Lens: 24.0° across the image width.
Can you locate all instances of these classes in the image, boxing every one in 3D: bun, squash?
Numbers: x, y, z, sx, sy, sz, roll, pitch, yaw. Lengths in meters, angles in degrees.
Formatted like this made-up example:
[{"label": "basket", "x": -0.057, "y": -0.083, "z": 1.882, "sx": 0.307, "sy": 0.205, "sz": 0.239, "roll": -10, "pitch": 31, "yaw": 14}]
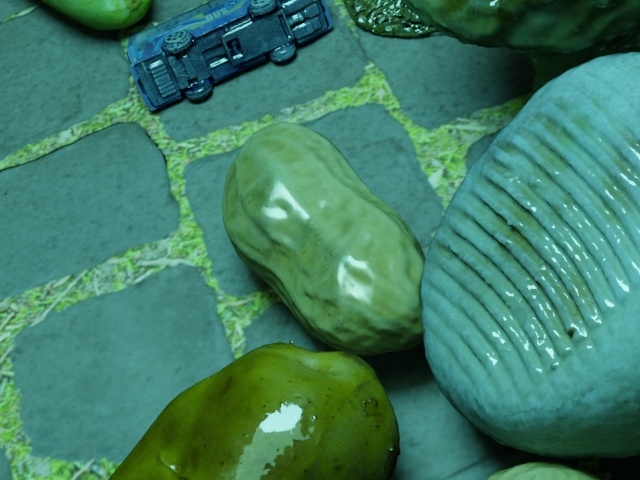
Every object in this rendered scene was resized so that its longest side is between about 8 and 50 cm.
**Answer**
[{"label": "bun", "x": 0.248, "y": 0.024, "z": 1.263, "sx": 0.362, "sy": 0.211, "sz": 0.361, "roll": -26, "pitch": 54, "yaw": 42}, {"label": "squash", "x": -0.335, "y": -0.357, "z": 1.896, "sx": 0.118, "sy": 0.118, "sz": 0.371, "roll": -42, "pitch": 46, "yaw": -18}]

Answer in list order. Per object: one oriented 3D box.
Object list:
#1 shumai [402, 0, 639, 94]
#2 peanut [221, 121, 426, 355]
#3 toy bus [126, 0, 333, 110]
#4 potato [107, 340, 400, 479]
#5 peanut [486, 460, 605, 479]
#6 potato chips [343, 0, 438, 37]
[{"label": "shumai", "x": 0.284, "y": -0.286, "z": 1.474, "sx": 0.397, "sy": 0.323, "sz": 0.324, "roll": -38, "pitch": 45, "yaw": 2}, {"label": "peanut", "x": 0.000, "y": 0.000, "z": 1.445, "sx": 0.152, "sy": 0.152, "sz": 0.313, "roll": -31, "pitch": 51, "yaw": -9}, {"label": "toy bus", "x": -0.108, "y": -0.235, "z": 1.742, "sx": 0.237, "sy": 0.079, "sz": 0.094, "roll": -24, "pitch": 31, "yaw": -3}, {"label": "potato", "x": -0.090, "y": 0.227, "z": 1.283, "sx": 0.369, "sy": 0.176, "sz": 0.195, "roll": -43, "pitch": 78, "yaw": -14}, {"label": "peanut", "x": 0.227, "y": 0.240, "z": 1.182, "sx": 0.236, "sy": 0.120, "sz": 0.110, "roll": 10, "pitch": 33, "yaw": 31}, {"label": "potato chips", "x": 0.115, "y": -0.335, "z": 1.733, "sx": 0.202, "sy": 0.029, "sz": 0.219, "roll": 7, "pitch": 75, "yaw": 23}]
